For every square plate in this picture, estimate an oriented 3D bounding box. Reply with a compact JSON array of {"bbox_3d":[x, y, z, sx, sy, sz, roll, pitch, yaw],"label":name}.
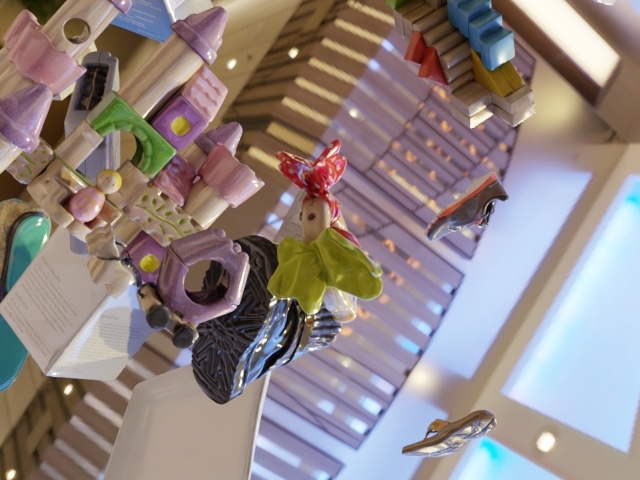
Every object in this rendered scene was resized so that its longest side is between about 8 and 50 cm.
[{"bbox_3d":[-0.236,0.354,1.491,0.347,0.049,0.344,-23,-145,25],"label":"square plate"}]

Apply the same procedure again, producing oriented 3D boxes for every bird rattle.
[{"bbox_3d":[0.000,0.000,1.140,0.143,0.207,0.253,-17,-132,5],"label":"bird rattle"}]

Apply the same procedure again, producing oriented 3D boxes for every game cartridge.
[{"bbox_3d":[-0.298,-0.114,1.112,0.297,0.062,0.198,-108,-154,-59],"label":"game cartridge"}]

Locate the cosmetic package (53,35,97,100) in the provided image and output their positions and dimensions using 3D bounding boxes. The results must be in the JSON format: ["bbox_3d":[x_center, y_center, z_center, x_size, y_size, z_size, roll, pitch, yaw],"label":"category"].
[{"bbox_3d":[-0.421,-0.288,1.395,0.041,0.060,0.115,11,-134,25],"label":"cosmetic package"}]

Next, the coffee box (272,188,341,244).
[{"bbox_3d":[-0.058,0.023,1.797,0.246,0.098,0.141,-63,179,-13],"label":"coffee box"}]

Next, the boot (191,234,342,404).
[{"bbox_3d":[-0.057,0.089,1.311,0.260,0.131,0.348,-25,153,-38],"label":"boot"}]

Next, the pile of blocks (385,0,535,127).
[{"bbox_3d":[0.157,-0.302,1.145,0.113,0.362,0.149,-34,175,-14],"label":"pile of blocks"}]

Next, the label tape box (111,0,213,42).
[{"bbox_3d":[-0.352,-0.537,1.509,0.249,0.347,0.115,26,-120,28],"label":"label tape box"}]

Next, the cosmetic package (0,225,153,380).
[{"bbox_3d":[-0.341,0.089,1.243,0.183,0.151,0.151,-50,-118,8],"label":"cosmetic package"}]

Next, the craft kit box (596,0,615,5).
[{"bbox_3d":[0.389,-0.512,1.225,0.250,0.061,0.246,49,-57,37],"label":"craft kit box"}]

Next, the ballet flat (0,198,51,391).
[{"bbox_3d":[-0.552,0.092,1.449,0.123,0.123,0.348,-132,-124,-67],"label":"ballet flat"}]

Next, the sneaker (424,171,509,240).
[{"bbox_3d":[0.228,-0.037,1.306,0.158,0.065,0.061,-44,172,34],"label":"sneaker"}]

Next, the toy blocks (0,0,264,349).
[{"bbox_3d":[-0.163,-0.119,0.813,0.260,0.288,0.309,-46,-153,-1],"label":"toy blocks"}]

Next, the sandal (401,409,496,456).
[{"bbox_3d":[0.204,0.303,1.335,0.180,0.072,0.049,-40,-136,35],"label":"sandal"}]
